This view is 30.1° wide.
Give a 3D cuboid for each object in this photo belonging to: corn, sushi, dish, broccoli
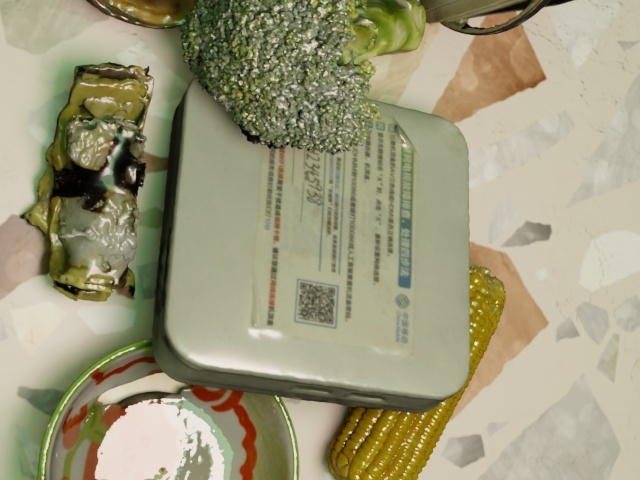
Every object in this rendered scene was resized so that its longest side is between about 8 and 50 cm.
[{"bbox_3d":[0.132,0.186,1.599,0.131,0.131,0.344,34,76,-18],"label":"corn"},{"bbox_3d":[-0.276,-0.072,1.433,0.139,0.131,0.291,5,97,-23],"label":"sushi"},{"bbox_3d":[-0.197,0.282,1.475,0.324,0.124,0.324,3,83,-23],"label":"dish"},{"bbox_3d":[0.026,-0.237,1.452,0.361,0.252,0.221,-14,111,-36],"label":"broccoli"}]

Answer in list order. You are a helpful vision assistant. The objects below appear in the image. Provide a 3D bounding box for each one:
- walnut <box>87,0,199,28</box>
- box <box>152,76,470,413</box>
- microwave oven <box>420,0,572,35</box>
[{"bbox_3d":[-0.192,-0.383,1.448,0.204,0.141,0.238,13,125,-16],"label":"walnut"},{"bbox_3d":[0.000,0.001,1.492,0.396,0.111,0.396,11,68,-18],"label":"box"},{"bbox_3d":[0.287,-0.452,1.505,0.247,0.394,0.333,-18,98,-20],"label":"microwave oven"}]
